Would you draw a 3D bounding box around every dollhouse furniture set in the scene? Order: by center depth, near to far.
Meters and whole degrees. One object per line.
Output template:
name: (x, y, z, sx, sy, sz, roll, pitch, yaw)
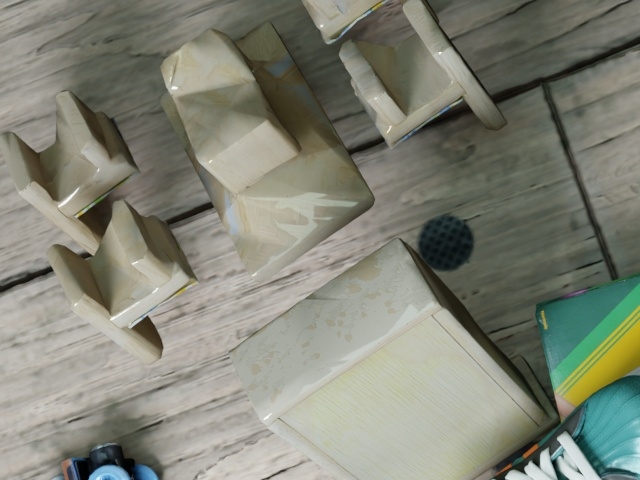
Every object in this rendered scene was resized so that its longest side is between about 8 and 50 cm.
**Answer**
dollhouse furniture set: (0.000, 0.000, 1.492, 0.362, 0.256, 0.394, -34, 53, 7)

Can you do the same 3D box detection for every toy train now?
toy train: (-0.181, 0.266, 1.537, 0.105, 0.080, 0.184, -21, 77, 18)

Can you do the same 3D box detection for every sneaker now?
sneaker: (0.157, 0.217, 1.359, 0.108, 0.121, 0.302, 56, 129, 32)

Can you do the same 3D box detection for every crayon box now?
crayon box: (0.283, 0.161, 1.398, 0.165, 0.081, 0.278, -20, 76, 31)
